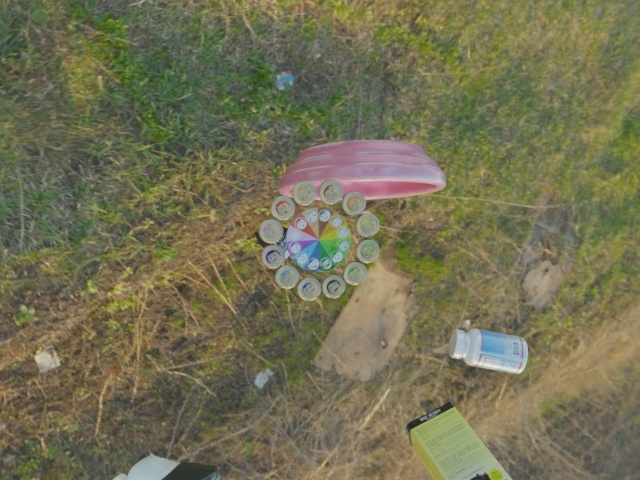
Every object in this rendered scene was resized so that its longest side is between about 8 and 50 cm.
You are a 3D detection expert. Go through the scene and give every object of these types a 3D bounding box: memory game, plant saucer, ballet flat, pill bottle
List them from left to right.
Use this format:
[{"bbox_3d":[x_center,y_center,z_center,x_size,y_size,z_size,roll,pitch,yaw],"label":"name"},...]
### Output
[{"bbox_3d":[-0.292,0.414,0.830,0.280,0.096,0.095,-36,175,14],"label":"ballet flat"},{"bbox_3d":[0.000,0.000,0.763,0.186,0.012,0.186,-1,100,-6],"label":"memory game"},{"bbox_3d":[0.082,-0.137,1.034,0.332,0.332,0.084,-2,89,-41],"label":"plant saucer"},{"bbox_3d":[0.384,0.252,1.183,0.160,0.087,0.087,11,95,1],"label":"pill bottle"}]

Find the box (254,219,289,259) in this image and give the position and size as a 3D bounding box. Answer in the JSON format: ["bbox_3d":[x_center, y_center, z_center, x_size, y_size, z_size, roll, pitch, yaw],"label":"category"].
[{"bbox_3d":[-0.108,-0.002,1.246,0.052,0.083,0.062,-47,142,-26],"label":"box"}]

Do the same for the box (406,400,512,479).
[{"bbox_3d":[0.219,0.347,0.736,0.087,0.232,0.058,-23,125,-13],"label":"box"}]
